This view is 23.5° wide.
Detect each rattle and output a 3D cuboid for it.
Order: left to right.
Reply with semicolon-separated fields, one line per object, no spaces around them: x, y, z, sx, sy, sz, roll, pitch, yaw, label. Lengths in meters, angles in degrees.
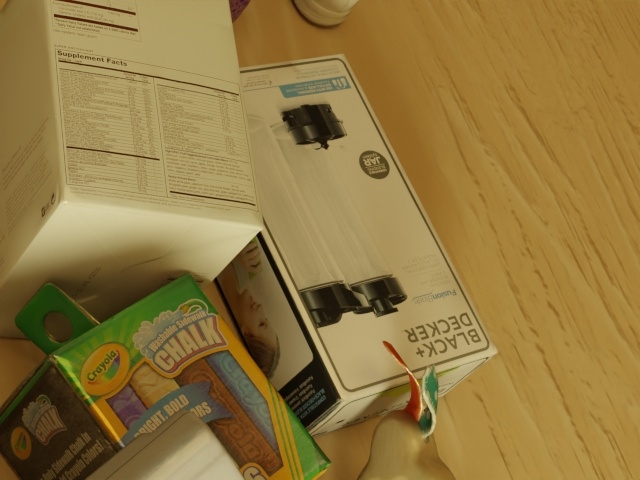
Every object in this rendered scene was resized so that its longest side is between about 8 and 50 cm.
0.099;0.179;1.124;0.143;0.130;0.199;7;82;-16;rattle

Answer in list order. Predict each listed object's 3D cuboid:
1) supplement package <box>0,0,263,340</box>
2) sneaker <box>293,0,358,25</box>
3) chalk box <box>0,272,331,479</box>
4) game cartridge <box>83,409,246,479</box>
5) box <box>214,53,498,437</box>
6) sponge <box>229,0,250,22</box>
-0.158;-0.059;1.090;0.149;0.194;0.203;8;58;-30;supplement package
-0.015;-0.308;1.412;0.080;0.094;0.212;-22;75;-39;sneaker
-0.125;0.120;1.039;0.132;0.132;0.213;-31;82;-41;chalk box
-0.079;0.272;0.916;0.196;0.060;0.294;-38;114;-18;game cartridge
0.000;0.000;1.228;0.169;0.087;0.290;-12;69;-37;box
-0.085;-0.306;1.349;0.031;0.117;0.210;3;60;-30;sponge
